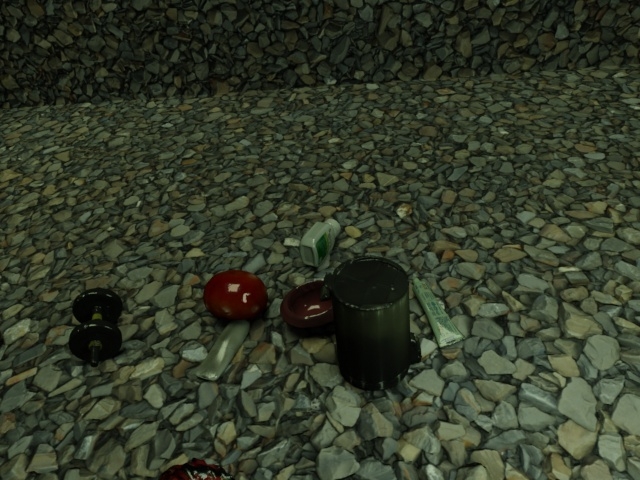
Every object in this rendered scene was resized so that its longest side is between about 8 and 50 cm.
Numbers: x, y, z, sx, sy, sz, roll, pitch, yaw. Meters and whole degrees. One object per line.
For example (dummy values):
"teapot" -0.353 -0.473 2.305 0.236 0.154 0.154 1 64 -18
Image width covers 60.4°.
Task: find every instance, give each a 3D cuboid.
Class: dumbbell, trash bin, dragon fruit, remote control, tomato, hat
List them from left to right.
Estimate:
"dumbbell" -0.662 0.247 1.629 0.143 0.143 0.325 -14 38 -9
"dragon fruit" -0.281 0.554 1.151 0.182 0.182 0.188 5 38 15
"remote control" -0.276 0.303 1.578 0.073 0.044 0.229 12 41 19
"tomato" -0.256 0.161 1.662 0.195 0.136 0.195 -1 10 0
"hat" -0.017 0.200 1.637 0.206 0.089 0.205 -8 36 6
"trash bin" 0.135 0.212 1.421 0.252 0.301 0.203 -3 37 6

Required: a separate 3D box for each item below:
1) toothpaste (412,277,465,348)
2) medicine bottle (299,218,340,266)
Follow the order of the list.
"toothpaste" 0.331 0.203 1.614 0.069 0.047 0.268 2 36 -21
"medicine bottle" 0.000 0.000 1.869 0.069 0.119 0.183 10 38 26
